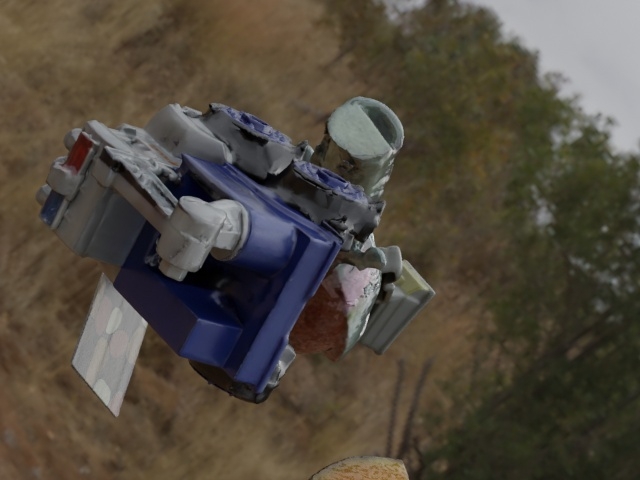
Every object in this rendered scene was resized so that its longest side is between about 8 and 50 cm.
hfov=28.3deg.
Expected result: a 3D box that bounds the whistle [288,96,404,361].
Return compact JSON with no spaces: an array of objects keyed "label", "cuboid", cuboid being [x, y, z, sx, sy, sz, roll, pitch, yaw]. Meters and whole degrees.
[{"label":"whistle","cuboid":[-0.001,0.001,1.090,0.346,0.134,0.142,110,-25,-60]}]

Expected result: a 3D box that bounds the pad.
[{"label":"pad","cuboid":[-0.256,0.092,1.639,0.158,0.003,0.235,67,32,-54]}]

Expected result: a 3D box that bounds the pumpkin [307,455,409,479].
[{"label":"pumpkin","cuboid":[0.013,0.324,0.961,0.148,0.169,0.312,11,34,-15]}]

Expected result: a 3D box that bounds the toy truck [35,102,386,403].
[{"label":"toy truck","cuboid":[-0.086,-0.006,0.808,0.177,0.161,0.213,19,14,-44]}]

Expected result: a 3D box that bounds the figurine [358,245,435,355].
[{"label":"figurine","cuboid":[-0.021,0.048,1.629,0.285,0.343,0.167,25,47,-44]}]
